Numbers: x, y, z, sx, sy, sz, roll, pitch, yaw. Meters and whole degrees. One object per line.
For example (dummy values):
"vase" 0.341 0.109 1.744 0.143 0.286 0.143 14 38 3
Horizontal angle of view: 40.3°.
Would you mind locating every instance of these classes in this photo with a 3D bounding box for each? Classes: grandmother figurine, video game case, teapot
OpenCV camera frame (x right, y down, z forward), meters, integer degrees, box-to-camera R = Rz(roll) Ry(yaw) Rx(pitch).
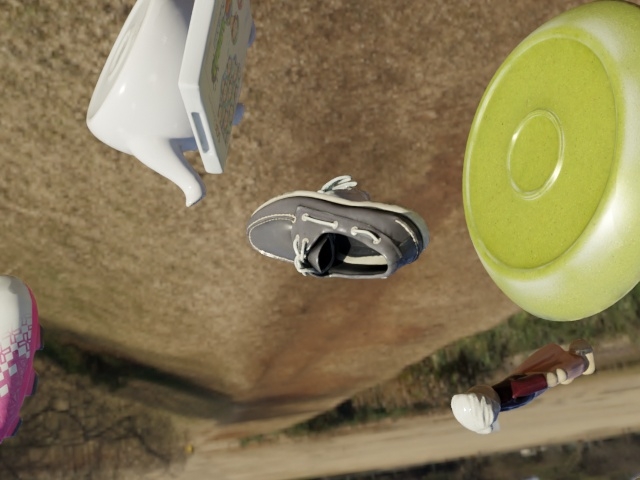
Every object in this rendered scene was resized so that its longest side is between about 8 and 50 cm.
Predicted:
"grandmother figurine" 0.382 0.286 1.697 0.342 0.104 0.208 -14 153 -39
"video game case" -0.080 -0.153 0.694 0.019 0.157 0.143 6 159 4
"teapot" -0.186 -0.216 1.181 0.187 0.256 0.252 24 -165 -23

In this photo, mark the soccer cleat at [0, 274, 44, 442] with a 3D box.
"soccer cleat" -0.366 0.175 0.769 0.116 0.331 0.143 33 -173 39

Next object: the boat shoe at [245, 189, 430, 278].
"boat shoe" 0.000 0.000 0.829 0.206 0.075 0.065 3 -145 36

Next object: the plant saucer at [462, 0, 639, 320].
"plant saucer" 0.171 -0.061 0.647 0.037 0.240 0.241 7 162 -23

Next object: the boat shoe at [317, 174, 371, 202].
"boat shoe" 0.031 -0.040 1.343 0.118 0.103 0.320 -31 170 13

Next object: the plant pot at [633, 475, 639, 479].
"plant pot" 0.437 0.375 1.010 0.290 0.290 0.195 -9 -157 4
